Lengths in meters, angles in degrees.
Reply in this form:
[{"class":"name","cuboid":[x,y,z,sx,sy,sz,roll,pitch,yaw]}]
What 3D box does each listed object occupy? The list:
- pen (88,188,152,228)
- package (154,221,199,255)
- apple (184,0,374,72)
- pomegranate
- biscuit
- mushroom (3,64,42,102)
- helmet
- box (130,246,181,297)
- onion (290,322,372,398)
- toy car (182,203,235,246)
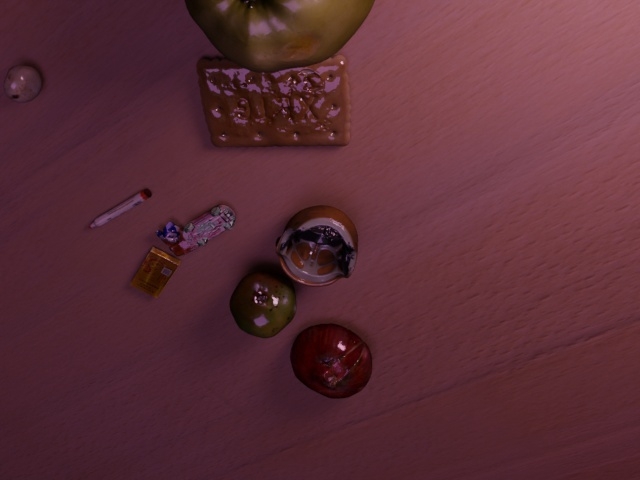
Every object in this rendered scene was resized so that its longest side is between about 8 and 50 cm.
[{"class":"pen","cuboid":[-0.511,-0.076,1.619,0.218,0.026,0.026,-25,121,25]},{"class":"package","cuboid":[-0.373,-0.004,1.654,0.077,0.033,0.110,-38,132,6]},{"class":"apple","cuboid":[-0.066,-0.457,1.067,0.357,0.357,0.357,4,129,5]},{"class":"pomegranate","cuboid":[-0.148,0.174,1.694,0.180,0.180,0.209,9,157,1]},{"class":"biscuit","cuboid":[-0.096,-0.292,1.378,0.325,0.044,0.217,2,127,7]},{"class":"mushroom","cuboid":[-0.656,-0.347,1.398,0.079,0.085,0.085,34,131,17]},{"class":"helmet","cuboid":[0.000,0.000,1.543,0.198,0.130,0.224,21,138,-4]},{"class":"box","cuboid":[-0.449,0.088,1.743,0.089,0.022,0.156,27,127,-15]},{"class":"onion","cuboid":[0.027,0.350,1.814,0.248,0.161,0.248,19,137,19]},{"class":"toy car","cuboid":[-0.278,-0.040,1.597,0.142,0.055,0.069,-29,128,15]}]
